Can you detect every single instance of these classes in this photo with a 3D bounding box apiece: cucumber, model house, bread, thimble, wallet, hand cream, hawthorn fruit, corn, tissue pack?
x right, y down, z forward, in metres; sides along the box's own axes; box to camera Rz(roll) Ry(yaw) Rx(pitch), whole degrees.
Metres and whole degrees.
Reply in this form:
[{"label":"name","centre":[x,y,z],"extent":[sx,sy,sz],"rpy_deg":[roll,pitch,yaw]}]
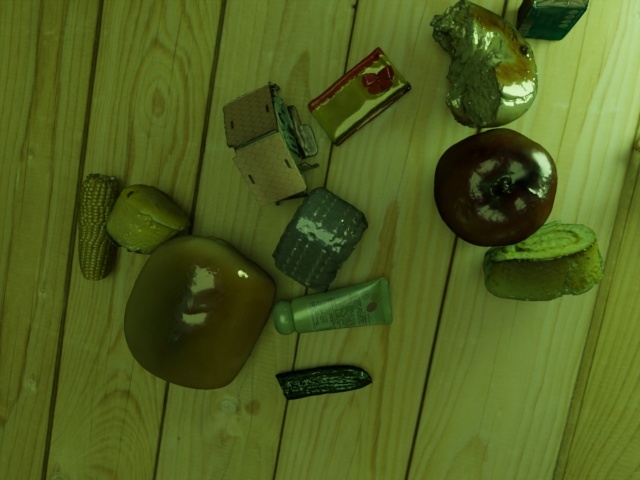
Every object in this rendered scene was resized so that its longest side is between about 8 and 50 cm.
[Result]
[{"label":"cucumber","centre":[0.005,0.377,1.256],"extent":[0.266,0.077,0.077],"rpy_deg":[-13,92,9]},{"label":"model house","centre":[-0.120,-0.247,1.145],"extent":[0.169,0.244,0.325],"rpy_deg":[-18,90,13]},{"label":"bread","centre":[0.507,0.052,1.086],"extent":[0.257,0.186,0.124],"rpy_deg":[-17,108,15]},{"label":"bread","centre":[-0.319,0.175,1.206],"extent":[0.348,0.253,0.375],"rpy_deg":[30,98,5]},{"label":"thimble","centre":[0.000,0.000,1.158],"extent":[0.172,0.205,0.236],"rpy_deg":[35,99,5]},{"label":"wallet","centre":[0.094,-0.368,1.185],"extent":[0.241,0.067,0.141],"rpy_deg":[-37,85,11]},{"label":"hand cream","centre":[0.030,0.182,1.217],"extent":[0.306,0.093,0.147],"rpy_deg":[-8,115,4]},{"label":"bread","centre":[-0.461,-0.055,1.248],"extent":[0.197,0.197,0.170],"rpy_deg":[43,105,5]},{"label":"bread","centre":[0.387,-0.399,1.076],"extent":[0.192,0.171,0.313],"rpy_deg":[-12,72,-23]},{"label":"hawthorn fruit","centre":[0.386,-0.108,1.032],"extent":[0.268,0.301,0.267],"rpy_deg":[4,107,13]},{"label":"corn","centre":[-0.635,-0.037,1.324],"extent":[0.106,0.106,0.304],"rpy_deg":[11,99,9]},{"label":"tissue pack","centre":[0.517,-0.522,1.045],"extent":[0.120,0.169,0.082],"rpy_deg":[8,93,11]}]

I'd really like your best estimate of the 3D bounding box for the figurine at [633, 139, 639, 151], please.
[{"label":"figurine","centre":[0.833,-0.166,1.041],"extent":[0.240,0.116,0.174],"rpy_deg":[41,98,11]}]
